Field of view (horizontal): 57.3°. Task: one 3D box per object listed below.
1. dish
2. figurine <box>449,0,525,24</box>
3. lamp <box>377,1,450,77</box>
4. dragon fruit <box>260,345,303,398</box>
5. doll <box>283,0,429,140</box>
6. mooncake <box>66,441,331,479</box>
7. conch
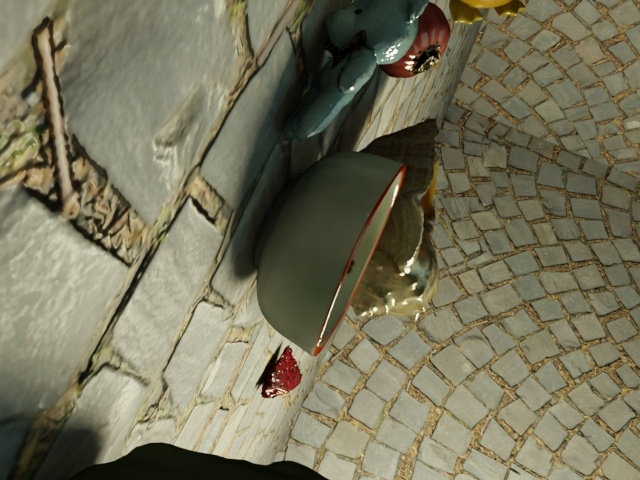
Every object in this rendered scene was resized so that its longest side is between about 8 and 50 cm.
[{"bbox_3d":[0.000,0.000,0.709,0.256,0.117,0.256,-62,171,-18],"label":"dish"},{"bbox_3d":[0.332,-0.543,1.102,0.215,0.215,0.228,-63,-175,-15],"label":"figurine"},{"bbox_3d":[0.120,-0.265,0.776,0.107,0.092,0.107,-27,159,-11],"label":"lamp"},{"bbox_3d":[-0.096,0.281,1.180,0.131,0.063,0.097,-52,132,-56],"label":"dragon fruit"},{"bbox_3d":[0.020,-0.177,0.562,0.180,0.075,0.120,-44,-153,-10],"label":"doll"},{"bbox_3d":[-0.106,0.339,0.433,0.356,0.194,0.356,-5,95,-61],"label":"mooncake"},{"bbox_3d":[0.096,-0.050,0.935,0.297,0.210,0.352,99,-4,-59],"label":"conch"}]
